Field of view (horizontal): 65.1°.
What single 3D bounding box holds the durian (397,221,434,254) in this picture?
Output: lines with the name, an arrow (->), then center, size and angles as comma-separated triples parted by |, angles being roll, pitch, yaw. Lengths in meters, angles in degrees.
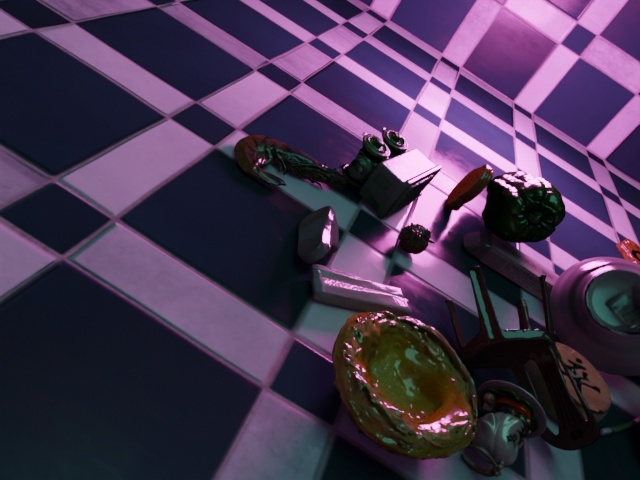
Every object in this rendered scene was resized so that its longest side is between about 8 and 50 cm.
durian -> 0.235, -0.003, 1.228 | 0.091, 0.080, 0.080 | 14, 35, 9

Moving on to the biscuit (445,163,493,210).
biscuit -> 0.450, -0.151, 1.507 | 0.050, 0.170, 0.170 | 42, 35, -5

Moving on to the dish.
dish -> 0.737, 0.165, 1.236 | 0.316, 0.106, 0.317 | -7, 60, 12

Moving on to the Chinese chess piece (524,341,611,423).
Chinese chess piece -> 0.532, 0.310, 1.087 | 0.188, 0.083, 0.188 | 18, 38, -15

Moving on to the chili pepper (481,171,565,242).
chili pepper -> 0.554, -0.103, 1.459 | 0.167, 0.213, 0.385 | 28, 14, -1

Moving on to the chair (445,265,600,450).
chair -> 0.383, 0.234, 0.983 | 0.183, 0.176, 0.327 | 3, 55, -8

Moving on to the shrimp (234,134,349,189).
shrimp -> -0.069, -0.169, 1.217 | 0.295, 0.058, 0.169 | 22, 44, -10

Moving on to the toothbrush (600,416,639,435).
toothbrush -> 0.707, 0.421, 1.146 | 0.257, 0.018, 0.024 | 5, 50, -34

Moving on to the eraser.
eraser -> 0.556, 0.079, 1.395 | 0.351, 0.061, 0.089 | 32, 36, -3

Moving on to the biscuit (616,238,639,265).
biscuit -> 1.263, 0.089, 1.943 | 0.208, 0.041, 0.290 | 20, 38, -19

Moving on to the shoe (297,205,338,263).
shoe -> 0.000, 0.000, 1.068 | 0.078, 0.079, 0.195 | 61, 19, -23

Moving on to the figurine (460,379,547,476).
figurine -> 0.302, 0.335, 0.869 | 0.132, 0.132, 0.153 | 43, 49, 14

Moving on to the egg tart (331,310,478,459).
egg tart -> 0.133, 0.240, 0.833 | 0.288, 0.118, 0.288 | 19, 37, -15

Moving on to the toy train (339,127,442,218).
toy train -> 0.184, -0.190, 1.355 | 0.202, 0.145, 0.266 | 46, 38, 11

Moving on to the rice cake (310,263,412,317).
rice cake -> 0.082, 0.106, 1.015 | 0.221, 0.042, 0.080 | 16, 35, -21
